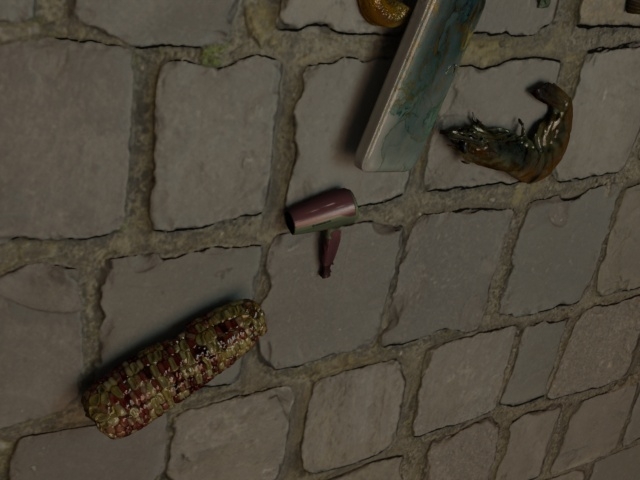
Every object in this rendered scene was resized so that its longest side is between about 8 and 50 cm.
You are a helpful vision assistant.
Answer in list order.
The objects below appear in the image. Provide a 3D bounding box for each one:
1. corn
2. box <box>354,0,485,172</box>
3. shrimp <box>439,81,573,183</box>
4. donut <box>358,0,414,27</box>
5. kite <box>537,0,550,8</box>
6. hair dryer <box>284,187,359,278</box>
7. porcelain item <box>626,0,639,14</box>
[{"bbox_3d":[-0.206,0.179,1.275,0.290,0.098,0.098,-35,132,-15],"label":"corn"},{"bbox_3d":[0.141,-0.228,1.258,0.142,0.044,0.285,-6,125,-51],"label":"box"},{"bbox_3d":[0.313,-0.184,1.419,0.296,0.058,0.169,10,106,-41],"label":"shrimp"},{"bbox_3d":[0.089,-0.318,1.186,0.067,0.038,0.083,-32,133,-9],"label":"donut"},{"bbox_3d":[0.341,-0.417,1.242,0.229,0.012,0.250,7,149,-1],"label":"kite"},{"bbox_3d":[0.006,0.000,1.334,0.106,0.054,0.154,-21,133,-16],"label":"hair dryer"},{"bbox_3d":[0.599,-0.414,1.457,0.213,0.054,0.084,-21,126,-20],"label":"porcelain item"}]
